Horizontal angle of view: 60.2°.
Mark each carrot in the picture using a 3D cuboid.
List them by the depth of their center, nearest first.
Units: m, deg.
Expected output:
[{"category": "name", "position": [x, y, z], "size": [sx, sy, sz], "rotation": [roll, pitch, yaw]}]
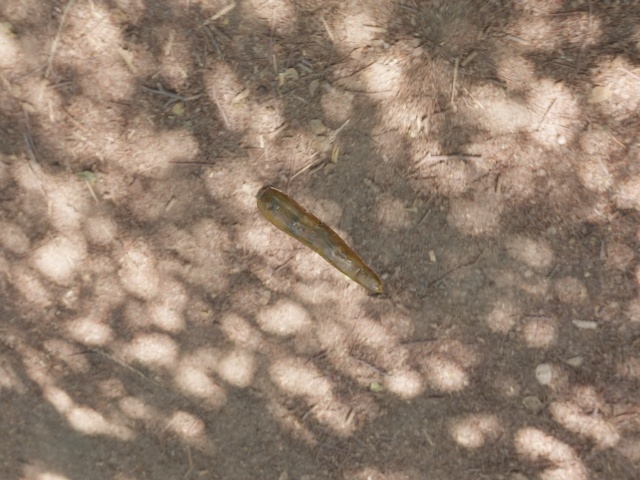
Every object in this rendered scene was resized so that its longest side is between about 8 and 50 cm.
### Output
[{"category": "carrot", "position": [0.000, -0.001, 0.570], "size": [0.165, 0.036, 0.035], "rotation": [37, 113, 8]}]
